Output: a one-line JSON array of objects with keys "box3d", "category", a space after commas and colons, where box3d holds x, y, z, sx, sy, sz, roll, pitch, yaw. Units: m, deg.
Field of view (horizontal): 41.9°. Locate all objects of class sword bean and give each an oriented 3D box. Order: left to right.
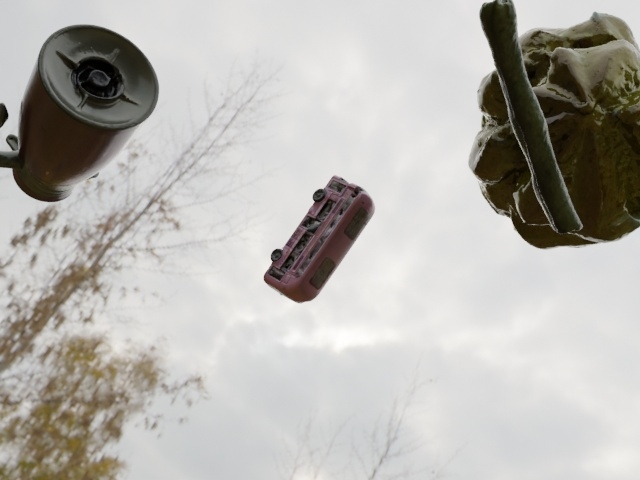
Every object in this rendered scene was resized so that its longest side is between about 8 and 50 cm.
[{"box3d": [0.214, -0.121, 0.851, 0.043, 0.038, 0.269, 10, -46, 50], "category": "sword bean"}]

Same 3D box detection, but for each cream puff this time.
[{"box3d": [0.372, -0.162, 1.252, 0.378, 0.276, 0.377, 0, -90, 41], "category": "cream puff"}]

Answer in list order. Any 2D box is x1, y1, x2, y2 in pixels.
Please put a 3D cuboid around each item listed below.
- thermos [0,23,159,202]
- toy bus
[{"box3d": [-0.337, -0.144, 1.076, 0.177, 0.145, 0.265, 8, -27, -33], "category": "thermos"}, {"box3d": [0.000, 0.000, 1.267, 0.090, 0.203, 0.063, 27, -11, 43], "category": "toy bus"}]
